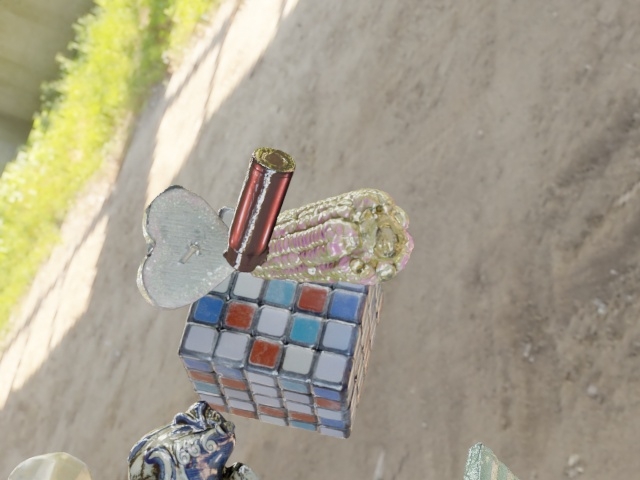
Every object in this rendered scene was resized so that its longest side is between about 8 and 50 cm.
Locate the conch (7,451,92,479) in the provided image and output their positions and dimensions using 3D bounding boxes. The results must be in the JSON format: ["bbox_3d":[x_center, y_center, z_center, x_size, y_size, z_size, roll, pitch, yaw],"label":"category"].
[{"bbox_3d":[-0.428,0.431,1.682,0.127,0.158,0.255,-16,28,26],"label":"conch"}]

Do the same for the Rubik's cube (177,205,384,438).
[{"bbox_3d":[-0.057,0.145,1.929,0.292,0.293,0.287,87,-164,-64],"label":"Rubik's cube"}]

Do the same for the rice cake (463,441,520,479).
[{"bbox_3d":[0.232,0.398,1.548,0.043,0.127,0.237,-25,27,35],"label":"rice cake"}]

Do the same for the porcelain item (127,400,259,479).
[{"bbox_3d":[-0.159,0.392,1.685,0.186,0.288,0.138,-40,-7,-31],"label":"porcelain item"}]

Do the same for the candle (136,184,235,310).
[{"bbox_3d":[-0.201,0.017,1.749,0.068,0.168,0.192,164,113,-69],"label":"candle"}]

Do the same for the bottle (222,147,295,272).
[{"bbox_3d":[-0.078,-0.033,1.399,0.060,0.060,0.164,-100,26,-54],"label":"bottle"}]

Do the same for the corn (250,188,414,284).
[{"bbox_3d":[0.000,0.003,1.551,0.335,0.126,0.127,-5,66,58],"label":"corn"}]
